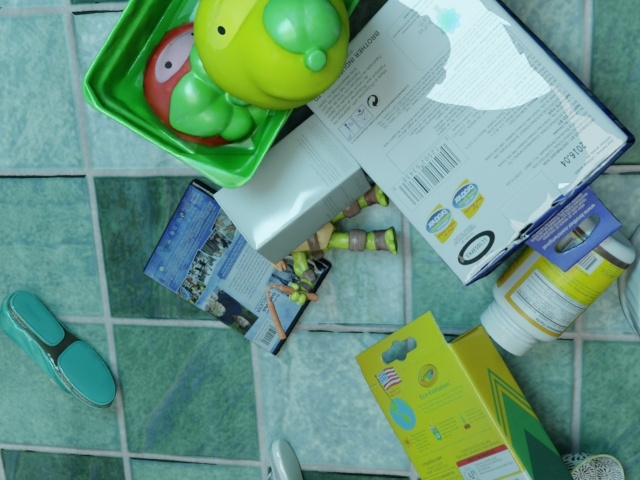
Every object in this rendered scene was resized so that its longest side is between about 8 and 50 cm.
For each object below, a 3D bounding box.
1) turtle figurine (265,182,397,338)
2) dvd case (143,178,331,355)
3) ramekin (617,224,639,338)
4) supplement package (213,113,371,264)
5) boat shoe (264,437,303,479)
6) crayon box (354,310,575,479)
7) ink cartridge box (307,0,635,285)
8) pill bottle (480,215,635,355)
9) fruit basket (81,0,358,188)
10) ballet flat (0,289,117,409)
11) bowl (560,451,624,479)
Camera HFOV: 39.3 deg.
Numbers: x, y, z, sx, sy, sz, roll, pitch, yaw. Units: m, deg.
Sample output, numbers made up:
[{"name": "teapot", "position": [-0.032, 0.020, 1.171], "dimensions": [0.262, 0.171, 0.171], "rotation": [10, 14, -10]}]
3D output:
[{"name": "turtle figurine", "position": [0.000, 0.000, 1.306], "dimensions": [0.217, 0.087, 0.270], "rotation": [-11, 76, 9]}, {"name": "dvd case", "position": [-0.132, 0.043, 1.393], "dimensions": [0.253, 0.022, 0.180], "rotation": [32, 110, 2]}, {"name": "ramekin", "position": [0.544, 0.075, 1.186], "dimensions": [0.277, 0.135, 0.277], "rotation": [4, 107, 12]}, {"name": "supplement package", "position": [-0.036, -0.067, 1.228], "dimensions": [0.179, 0.105, 0.105], "rotation": [-39, 74, 1]}, {"name": "boat shoe", "position": [-0.060, 0.410, 1.474], "dimensions": [0.063, 0.066, 0.184], "rotation": [-13, 113, 15]}, {"name": "crayon box", "position": [0.201, 0.260, 1.281], "dimensions": [0.202, 0.081, 0.319], "rotation": [-39, 78, 49]}, {"name": "ink cartridge box", "position": [0.206, -0.132, 1.146], "dimensions": [0.270, 0.151, 0.395], "rotation": [-45, 77, 22]}, {"name": "pill bottle", "position": [0.322, 0.058, 1.241], "dimensions": [0.117, 0.117, 0.215], "rotation": [39, 111, -1]}, {"name": "fruit basket", "position": [-0.093, -0.259, 1.073], "dimensions": [0.283, 0.392, 0.392], "rotation": [32, 111, 1]}, {"name": "ballet flat", "position": [-0.438, 0.188, 1.488], "dimensions": [0.247, 0.083, 0.087], "rotation": [48, 135, -4]}, {"name": "bowl", "position": [0.366, 0.378, 1.336], "dimensions": [0.080, 0.170, 0.170], "rotation": [27, 119, 51]}]
